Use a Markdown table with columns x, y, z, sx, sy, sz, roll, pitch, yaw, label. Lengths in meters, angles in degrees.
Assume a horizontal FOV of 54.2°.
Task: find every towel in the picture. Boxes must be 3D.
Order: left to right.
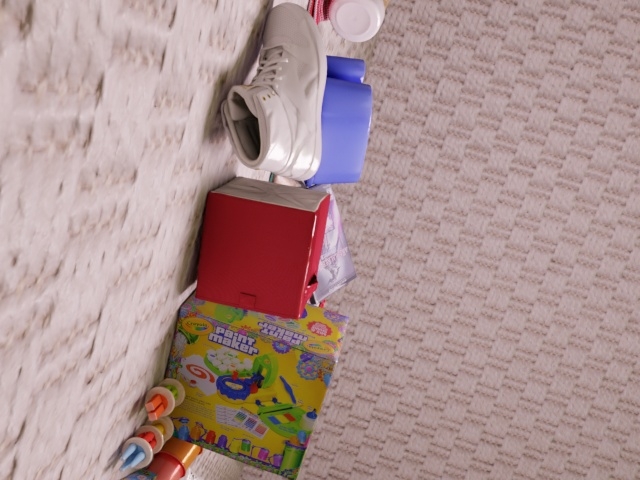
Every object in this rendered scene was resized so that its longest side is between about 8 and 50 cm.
| x | y | z | sx | sy | sz | roll | pitch | yaw | label |
| --- | --- | --- | --- | --- | --- | --- | --- | --- | --- |
| 0.027 | -0.589 | 1.408 | 0.275 | 0.031 | 0.199 | -63 | 170 | -65 | towel |

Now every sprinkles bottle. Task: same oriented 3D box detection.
| x | y | z | sx | sy | sz | roll | pitch | yaw | label |
| --- | --- | --- | --- | --- | --- | --- | --- | --- | --- |
| 0.123 | -0.618 | 1.496 | 0.121 | 0.121 | 0.356 | 104 | 6 | -51 | sprinkles bottle |

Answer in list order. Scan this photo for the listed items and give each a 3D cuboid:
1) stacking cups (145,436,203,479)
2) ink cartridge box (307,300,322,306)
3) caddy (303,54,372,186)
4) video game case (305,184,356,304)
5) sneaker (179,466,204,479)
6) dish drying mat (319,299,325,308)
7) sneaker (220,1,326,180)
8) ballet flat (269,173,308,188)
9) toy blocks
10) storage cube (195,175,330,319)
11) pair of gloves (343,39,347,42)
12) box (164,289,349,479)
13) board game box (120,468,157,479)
| x | y | z | sx | sy | sz | roll | pitch | yaw | label |
| --- | --- | --- | --- | --- | --- | --- | --- | --- | --- |
| -0.257 | 0.398 | 1.314 | 0.316 | 0.095 | 0.096 | -57 | 166 | -52 | stacking cups |
| -0.100 | 0.139 | 1.636 | 0.093 | 0.212 | 0.154 | 101 | 8 | -59 | ink cartridge box |
| 0.010 | -0.289 | 1.519 | 0.342 | 0.179 | 0.241 | 98 | -12 | -45 | caddy |
| 0.000 | 0.000 | 1.597 | 0.196 | 0.026 | 0.275 | -29 | 105 | -50 | video game case |
| -0.303 | 0.565 | 1.451 | 0.263 | 0.120 | 0.099 | 103 | 6 | -51 | sneaker |
| 0.000 | 0.177 | 1.607 | 0.083 | 0.008 | 0.032 | -57 | 163 | -68 | dish drying mat |
| -0.074 | -0.247 | 0.976 | 0.169 | 0.108 | 0.293 | 0 | 84 | -58 | sneaker |
| -0.075 | -0.102 | 1.657 | 0.316 | 0.106 | 0.108 | 99 | 10 | -66 | ballet flat |
| -0.282 | 0.307 | 1.035 | 0.148 | 0.054 | 0.123 | -44 | 153 | -81 | toy blocks |
| -0.100 | 0.005 | 1.118 | 0.184 | 0.214 | 0.193 | -56 | 158 | -73 | storage cube |
| 0.107 | -0.720 | 1.831 | 0.204 | 0.042 | 0.240 | 103 | 6 | -52 | pair of gloves |
| -0.129 | 0.254 | 1.199 | 0.177 | 0.289 | 0.279 | -62 | 171 | -67 | box |
| -0.348 | 0.487 | 1.062 | 0.211 | 0.039 | 0.160 | 86 | 23 | -78 | board game box |
